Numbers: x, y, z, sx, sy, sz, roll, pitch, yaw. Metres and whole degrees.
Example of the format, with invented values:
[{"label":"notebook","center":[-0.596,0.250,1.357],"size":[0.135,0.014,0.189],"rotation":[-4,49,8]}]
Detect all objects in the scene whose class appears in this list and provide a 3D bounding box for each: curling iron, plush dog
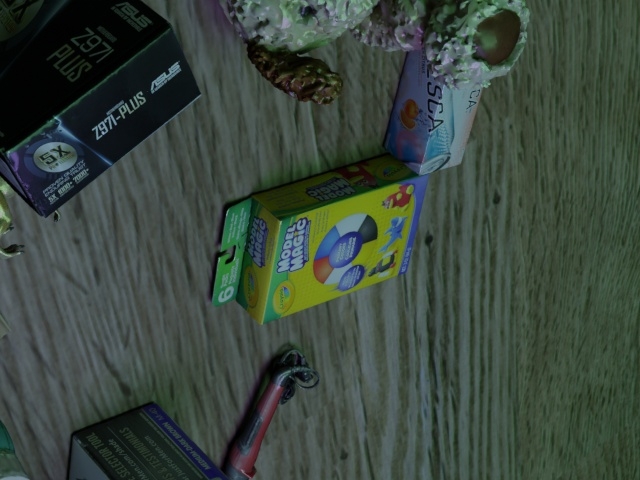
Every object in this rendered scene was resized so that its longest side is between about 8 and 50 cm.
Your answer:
[{"label":"curling iron","center":[-0.072,0.234,1.780],"size":[0.068,0.035,0.274],"rotation":[2,120,-48]},{"label":"plush dog","center":[0.019,-0.238,1.359],"size":[0.225,0.210,0.262],"rotation":[-19,108,-16]}]

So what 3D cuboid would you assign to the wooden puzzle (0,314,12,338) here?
[{"label":"wooden puzzle","center":[-0.303,0.083,1.412],"size":[0.078,0.014,0.116],"rotation":[-44,145,-7]}]

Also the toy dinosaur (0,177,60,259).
[{"label":"toy dinosaur","center":[-0.265,-0.035,1.328],"size":[0.183,0.053,0.092],"rotation":[-38,128,-28]}]

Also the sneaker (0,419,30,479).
[{"label":"sneaker","center":[-0.397,0.224,1.367],"size":[0.302,0.121,0.108],"rotation":[-26,153,-13]}]

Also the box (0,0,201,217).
[{"label":"box","center":[-0.200,-0.126,1.185],"size":[0.147,0.180,0.077],"rotation":[-39,143,-14]}]

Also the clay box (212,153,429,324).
[{"label":"clay box","center":[0.000,0.000,1.627],"size":[0.222,0.053,0.127],"rotation":[-20,135,-36]}]

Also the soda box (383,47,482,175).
[{"label":"soda box","center":[0.119,-0.157,1.606],"size":[0.063,0.058,0.183],"rotation":[-16,133,-38]}]

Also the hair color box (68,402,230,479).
[{"label":"hair color box","center":[-0.170,0.354,1.658],"size":[0.110,0.185,0.338],"rotation":[-21,136,-35]}]
